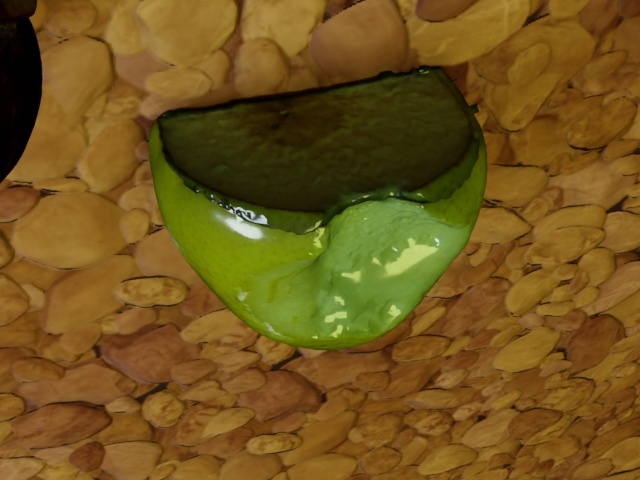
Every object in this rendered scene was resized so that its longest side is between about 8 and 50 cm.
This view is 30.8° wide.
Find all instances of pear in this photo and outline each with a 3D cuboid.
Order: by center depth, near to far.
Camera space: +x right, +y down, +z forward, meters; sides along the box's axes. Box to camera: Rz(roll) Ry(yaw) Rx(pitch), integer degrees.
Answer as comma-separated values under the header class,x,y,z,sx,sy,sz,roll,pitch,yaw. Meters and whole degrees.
class,x,y,z,sx,sy,sz,roll,pitch,yaw
pear,0.000,0.000,0.990,0.292,0.159,0.292,-15,145,-11

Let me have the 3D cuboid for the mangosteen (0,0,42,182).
class,x,y,z,sx,sy,sz,roll,pitch,yaw
mangosteen,-0.261,-0.132,0.676,0.211,0.211,0.250,4,109,-31
